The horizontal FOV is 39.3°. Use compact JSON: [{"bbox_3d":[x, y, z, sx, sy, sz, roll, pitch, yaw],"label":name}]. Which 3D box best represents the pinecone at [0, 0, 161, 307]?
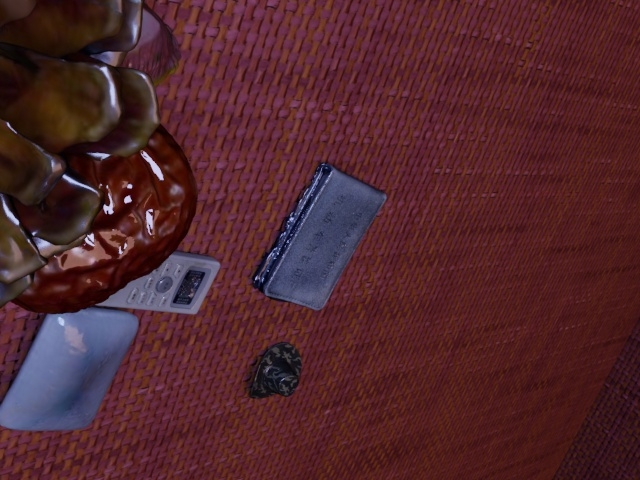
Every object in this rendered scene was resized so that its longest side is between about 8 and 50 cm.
[{"bbox_3d":[-0.299,-0.126,0.632,0.398,0.398,0.397,-28,137,-30],"label":"pinecone"}]

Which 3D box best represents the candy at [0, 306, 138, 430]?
[{"bbox_3d":[-0.312,0.162,1.122,0.138,0.071,0.174,15,107,-51],"label":"candy"}]

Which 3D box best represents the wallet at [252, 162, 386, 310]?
[{"bbox_3d":[0.002,0.001,1.361,0.167,0.036,0.222,23,101,-53],"label":"wallet"}]

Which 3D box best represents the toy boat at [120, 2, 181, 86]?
[{"bbox_3d":[-0.255,-0.198,0.878,0.318,0.099,0.140,-8,84,-44],"label":"toy boat"}]

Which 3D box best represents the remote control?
[{"bbox_3d":[-0.217,0.051,1.170,0.190,0.029,0.087,14,108,-51],"label":"remote control"}]

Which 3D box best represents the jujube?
[{"bbox_3d":[-0.249,-0.030,0.930,0.232,0.213,0.212,-28,137,-34],"label":"jujube"}]

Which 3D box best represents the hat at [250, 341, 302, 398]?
[{"bbox_3d":[-0.064,0.226,1.462,0.121,0.050,0.121,-31,140,-30],"label":"hat"}]
